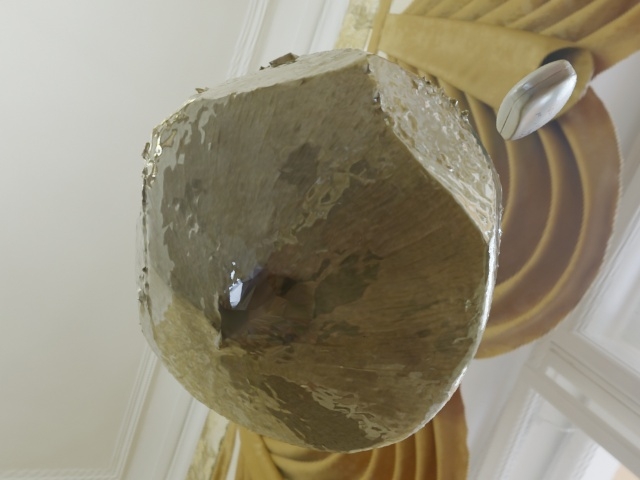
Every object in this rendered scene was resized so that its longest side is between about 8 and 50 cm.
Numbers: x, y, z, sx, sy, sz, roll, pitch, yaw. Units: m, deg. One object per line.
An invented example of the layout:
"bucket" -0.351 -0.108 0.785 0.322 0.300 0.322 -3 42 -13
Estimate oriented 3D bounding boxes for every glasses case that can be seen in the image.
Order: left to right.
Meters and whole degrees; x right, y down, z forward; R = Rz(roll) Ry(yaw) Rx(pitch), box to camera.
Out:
"glasses case" 0.260 -0.167 0.785 0.076 0.197 0.049 -31 -99 5

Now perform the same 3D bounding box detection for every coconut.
"coconut" 0.000 0.000 0.415 0.244 0.247 0.245 3 -80 14
